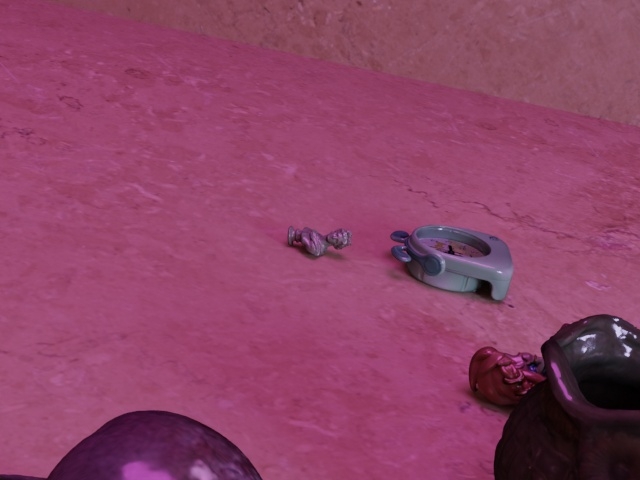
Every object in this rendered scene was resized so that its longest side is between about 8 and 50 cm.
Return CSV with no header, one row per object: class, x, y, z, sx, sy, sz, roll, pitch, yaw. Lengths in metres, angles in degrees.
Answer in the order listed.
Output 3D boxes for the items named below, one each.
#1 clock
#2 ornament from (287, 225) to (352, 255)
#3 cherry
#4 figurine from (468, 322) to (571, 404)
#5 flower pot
clock,0.197,0.026,1.871,0.188,0.060,0.148,12,22,0
ornament,-0.003,0.000,1.857,0.092,0.041,0.068,-5,20,-16
cherry,-0.135,0.239,0.996,0.266,0.183,0.213,33,34,9
figurine,0.265,0.171,1.510,0.157,0.114,0.126,-15,-15,1
flower pot,0.329,0.227,1.236,0.302,0.213,0.302,11,21,-4
